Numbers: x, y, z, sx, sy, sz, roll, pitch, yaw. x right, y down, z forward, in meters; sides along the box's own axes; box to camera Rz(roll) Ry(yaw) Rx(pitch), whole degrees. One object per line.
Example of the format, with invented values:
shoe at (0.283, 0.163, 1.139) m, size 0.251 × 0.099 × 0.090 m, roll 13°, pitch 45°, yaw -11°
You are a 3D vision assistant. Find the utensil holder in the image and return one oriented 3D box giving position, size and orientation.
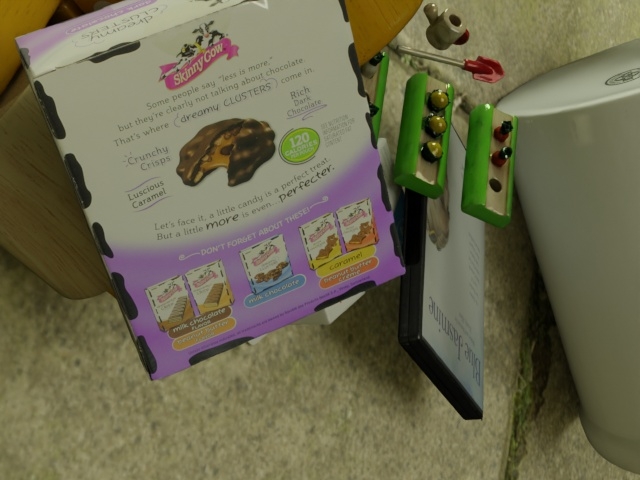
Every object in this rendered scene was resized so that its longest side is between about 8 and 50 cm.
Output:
utensil holder at (0.378, -0.003, 1.113) m, size 0.327 × 0.327 × 0.386 m, roll -34°, pitch 108°, yaw -44°

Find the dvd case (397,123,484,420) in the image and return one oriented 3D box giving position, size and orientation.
dvd case at (0.114, 0.012, 0.964) m, size 0.180 × 0.022 × 0.253 m, roll 50°, pitch 38°, yaw -52°

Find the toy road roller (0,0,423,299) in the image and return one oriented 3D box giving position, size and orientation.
toy road roller at (-0.080, -0.135, 0.672) m, size 0.202 × 0.240 × 0.330 m, roll 46°, pitch 55°, yaw -34°

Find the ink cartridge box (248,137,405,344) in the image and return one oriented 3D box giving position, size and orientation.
ink cartridge box at (0.000, 0.000, 0.881) m, size 0.180 × 0.060 × 0.104 m, roll -39°, pitch 115°, yaw -43°

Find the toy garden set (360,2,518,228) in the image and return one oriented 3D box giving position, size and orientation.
toy garden set at (0.074, -0.148, 0.910) m, size 0.244 × 0.049 × 0.204 m, roll 22°, pitch 57°, yaw -20°

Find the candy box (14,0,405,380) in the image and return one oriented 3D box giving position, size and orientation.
candy box at (-0.055, -0.043, 0.600) m, size 0.164 × 0.070 × 0.196 m, roll -22°, pitch 123°, yaw -12°
